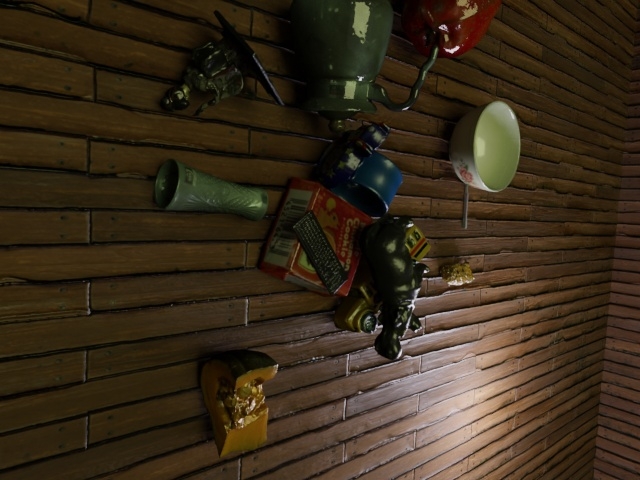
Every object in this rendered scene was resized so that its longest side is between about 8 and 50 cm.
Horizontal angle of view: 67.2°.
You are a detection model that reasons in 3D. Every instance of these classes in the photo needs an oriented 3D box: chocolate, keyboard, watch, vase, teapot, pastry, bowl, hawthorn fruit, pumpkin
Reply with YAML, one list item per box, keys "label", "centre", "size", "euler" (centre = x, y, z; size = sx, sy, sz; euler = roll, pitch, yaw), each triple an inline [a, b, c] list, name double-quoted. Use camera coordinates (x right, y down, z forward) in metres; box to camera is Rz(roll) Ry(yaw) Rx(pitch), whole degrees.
- label: "chocolate"
  centre: [0.000, 0.000, 1.145]
  size: [0.234, 0.108, 0.238]
  euler: [29, 75, -41]
- label: "keyboard"
  centre: [0.004, 0.030, 1.074]
  size: [0.067, 0.011, 0.202]
  euler: [-44, 122, -28]
- label: "watch"
  centre: [0.106, -0.158, 1.165]
  size: [0.200, 0.196, 0.171]
  euler: [41, 79, -29]
- label: "vase"
  centre: [-0.209, -0.091, 0.964]
  size: [0.219, 0.096, 0.096]
  euler: [10, 88, -44]
- label: "teapot"
  centre: [0.079, -0.385, 1.084]
  size: [0.305, 0.223, 0.285]
  euler: [-1, 106, -15]
- label: "pastry"
  centre: [0.453, 0.110, 1.586]
  size: [0.140, 0.056, 0.080]
  euler: [-10, 91, -38]
- label: "bowl"
  centre: [0.503, -0.292, 1.523]
  size: [0.277, 0.145, 0.277]
  euler: [-4, 96, -41]
- label: "hawthorn fruit"
  centre: [0.332, -0.597, 1.262]
  size: [0.254, 0.254, 0.300]
  euler: [50, 52, -33]
- label: "pumpkin"
  centre: [-0.179, 0.332, 1.030]
  size: [0.131, 0.126, 0.248]
  euler: [-11, 121, -48]

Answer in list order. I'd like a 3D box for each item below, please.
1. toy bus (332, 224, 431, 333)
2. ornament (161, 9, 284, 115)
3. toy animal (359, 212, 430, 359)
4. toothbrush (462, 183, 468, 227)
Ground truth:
- label: "toy bus"
  centre: [0.155, 0.096, 1.284]
  size: [0.335, 0.121, 0.123]
  euler: [-45, 116, -27]
- label: "ornament"
  centre: [-0.212, -0.301, 0.932]
  size: [0.196, 0.166, 0.153]
  euler: [-36, 153, -1]
- label: "toy animal"
  centre: [0.187, 0.109, 1.173]
  size: [0.168, 0.106, 0.343]
  euler: [-17, 103, -36]
- label: "toothbrush"
  centre: [0.489, -0.138, 1.615]
  size: [0.017, 0.014, 0.194]
  euler: [0, 95, -43]
